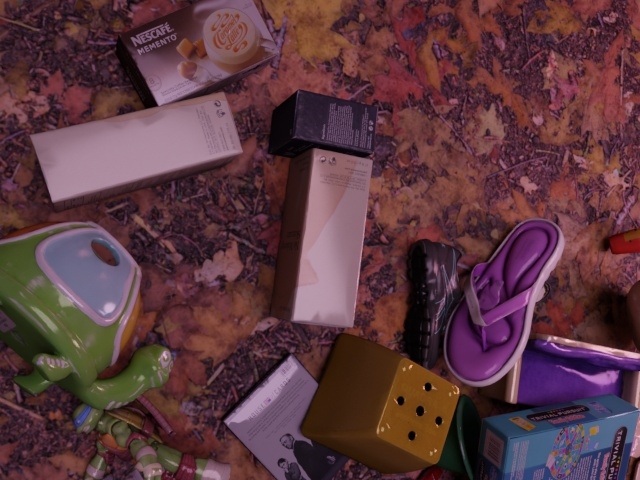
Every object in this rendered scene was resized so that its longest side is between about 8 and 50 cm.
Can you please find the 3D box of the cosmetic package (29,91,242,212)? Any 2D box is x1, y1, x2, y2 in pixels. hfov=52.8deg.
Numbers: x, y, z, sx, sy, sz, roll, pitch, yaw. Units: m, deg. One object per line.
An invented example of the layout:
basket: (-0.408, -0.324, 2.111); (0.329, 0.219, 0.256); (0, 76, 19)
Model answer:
cosmetic package: (-0.305, -0.146, 1.078); (0.310, 0.160, 0.113); (-18, 93, -22)

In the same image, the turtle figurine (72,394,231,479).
turtle figurine: (-0.300, 0.391, 1.040); (0.266, 0.274, 0.197); (30, 112, -22)

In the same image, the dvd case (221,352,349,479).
dvd case: (-0.046, 0.359, 1.225); (0.179, 0.030, 0.238); (-43, 102, -17)

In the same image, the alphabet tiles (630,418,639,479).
alphabet tiles: (0.851, 0.480, 1.575); (0.284, 0.021, 0.277); (20, 80, -19)

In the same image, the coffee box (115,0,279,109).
coffee box: (-0.219, -0.336, 1.151); (0.247, 0.098, 0.141); (-30, 98, -20)

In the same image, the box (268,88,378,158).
box: (0.002, -0.204, 1.201); (0.159, 0.156, 0.093); (7, 84, -21)

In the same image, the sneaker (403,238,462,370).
sneaker: (0.238, 0.132, 1.309); (0.106, 0.101, 0.267); (7, 86, -23)

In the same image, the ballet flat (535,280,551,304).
ballet flat: (0.418, 0.133, 1.395); (0.203, 0.074, 0.074); (-21, 95, -21)

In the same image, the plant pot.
plant pot: (0.127, 0.308, 1.189); (0.212, 0.187, 0.212); (32, 69, -21)

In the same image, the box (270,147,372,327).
box: (0.000, 0.000, 1.198); (0.121, 0.148, 0.310); (9, 83, -20)

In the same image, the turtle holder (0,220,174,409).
turtle holder: (-0.376, 0.109, 0.989); (0.320, 0.243, 0.227); (33, 54, 10)

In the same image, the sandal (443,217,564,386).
sandal: (0.362, 0.101, 1.322); (0.416, 0.170, 0.102); (-57, 135, -25)

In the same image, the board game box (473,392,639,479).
board game box: (0.460, 0.454, 1.274); (0.336, 0.079, 0.253); (-2, 106, -25)

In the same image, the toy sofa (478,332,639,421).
toy sofa: (0.538, 0.292, 1.378); (0.363, 0.177, 0.150); (13, 83, -21)

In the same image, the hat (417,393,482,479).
hat: (0.227, 0.427, 1.331); (0.172, 0.184, 0.208); (67, 26, -17)

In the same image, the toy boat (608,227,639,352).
toy boat: (0.764, 0.113, 1.455); (0.148, 0.267, 0.317); (-13, 69, 20)
